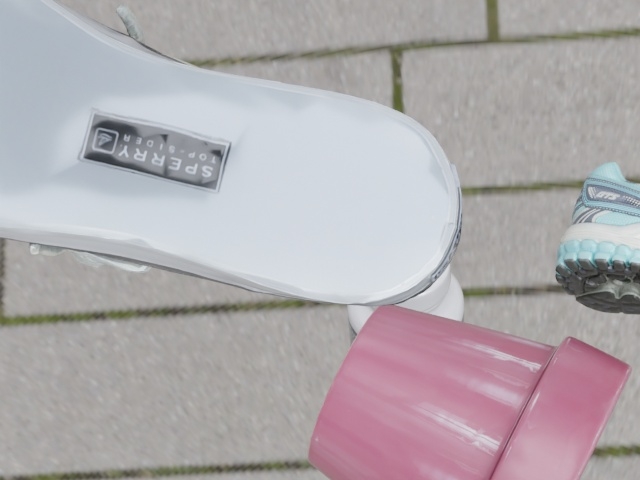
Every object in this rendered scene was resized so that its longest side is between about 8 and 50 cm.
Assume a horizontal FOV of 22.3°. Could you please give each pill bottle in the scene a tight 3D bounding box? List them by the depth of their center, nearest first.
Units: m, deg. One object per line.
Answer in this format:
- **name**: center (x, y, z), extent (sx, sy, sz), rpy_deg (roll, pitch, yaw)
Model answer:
- **pill bottle**: center (0.079, 0.076, 1.492), extent (0.108, 0.180, 0.108), rpy_deg (-3, 50, 3)

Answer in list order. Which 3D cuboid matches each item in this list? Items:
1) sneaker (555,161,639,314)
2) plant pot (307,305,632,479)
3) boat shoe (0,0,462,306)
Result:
- **sneaker**: center (0.327, -0.011, 1.251), extent (0.283, 0.110, 0.122), rpy_deg (5, 64, 17)
- **plant pot**: center (0.098, 0.140, 1.151), extent (0.180, 0.201, 0.201), rpy_deg (25, 76, 11)
- **boat shoe**: center (-0.089, -0.043, 0.682), extent (0.306, 0.105, 0.113), rpy_deg (12, 81, 4)
